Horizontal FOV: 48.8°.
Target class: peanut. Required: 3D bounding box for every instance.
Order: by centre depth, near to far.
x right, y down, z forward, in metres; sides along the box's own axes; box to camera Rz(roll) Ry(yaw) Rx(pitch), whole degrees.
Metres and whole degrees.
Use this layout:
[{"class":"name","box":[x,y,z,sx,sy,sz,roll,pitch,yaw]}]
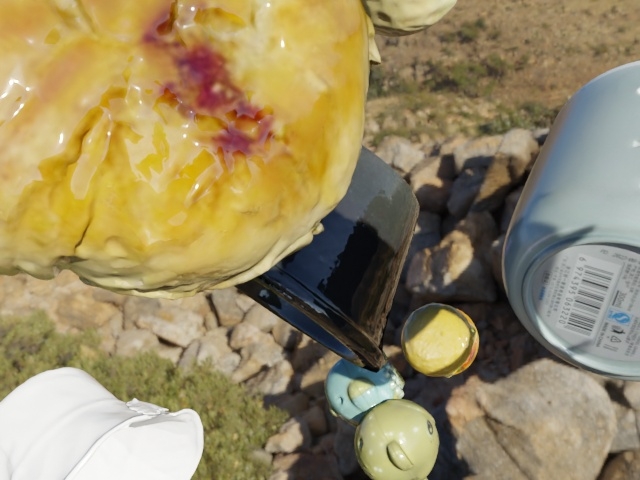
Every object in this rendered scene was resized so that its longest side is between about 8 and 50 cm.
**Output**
[{"class":"peanut","box":[0.025,-0.300,0.795,0.290,0.130,0.130,16,40,32]}]

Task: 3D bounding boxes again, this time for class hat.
[{"class":"hat","box":[-0.208,0.189,0.593,0.126,0.203,0.203,31,49,24]}]

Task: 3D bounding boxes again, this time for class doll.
[{"class":"doll","box":[0.120,0.342,1.338,0.161,0.177,0.261,-34,49,-1]}]

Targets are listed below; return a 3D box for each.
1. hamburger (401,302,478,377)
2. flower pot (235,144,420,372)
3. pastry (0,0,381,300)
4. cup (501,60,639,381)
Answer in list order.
[{"class":"hamburger","box":[0.251,0.209,1.482,0.161,0.162,0.115,-4,-13,26]},{"class":"flower pot","box":[0.000,0.000,1.052,0.379,0.379,0.251,19,70,51]},{"class":"pastry","box":[-0.151,-0.147,0.523,0.409,0.410,0.245,-33,7,-29]},{"class":"cup","box":[0.377,0.015,0.749,0.274,0.356,0.259,-52,-3,-40]}]
